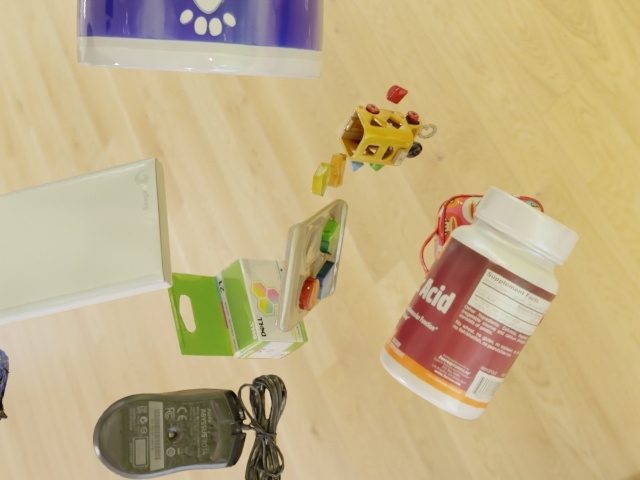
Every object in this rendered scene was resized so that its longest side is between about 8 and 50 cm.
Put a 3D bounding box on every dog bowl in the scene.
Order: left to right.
[{"bbox_3d":[-0.128,-0.235,0.923,0.265,0.265,0.104,16,108,50],"label":"dog bowl"}]

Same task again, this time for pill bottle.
[{"bbox_3d":[0.298,0.112,1.591,0.224,0.224,0.392,35,98,43],"label":"pill bottle"}]

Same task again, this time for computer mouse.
[{"bbox_3d":[-0.189,0.283,1.233,0.072,0.272,0.188,165,109,-75],"label":"computer mouse"}]

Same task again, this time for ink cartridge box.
[{"bbox_3d":[-0.167,0.133,1.698,0.097,0.255,0.189,-35,61,37],"label":"ink cartridge box"}]

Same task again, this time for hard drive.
[{"bbox_3d":[-0.374,0.004,1.245,0.040,0.307,0.203,61,-162,-63],"label":"hard drive"}]

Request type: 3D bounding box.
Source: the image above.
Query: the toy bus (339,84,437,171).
[{"bbox_3d":[0.143,-0.203,1.743,0.202,0.191,0.104,-25,51,8],"label":"toy bus"}]

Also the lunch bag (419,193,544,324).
[{"bbox_3d":[0.337,0.047,1.796,0.120,0.258,0.293,119,154,-86],"label":"lunch bag"}]

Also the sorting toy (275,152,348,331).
[{"bbox_3d":[0.000,0.000,1.591,0.041,0.229,0.307,16,110,20],"label":"sorting toy"}]

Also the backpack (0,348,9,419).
[{"bbox_3d":[-0.356,0.151,0.845,0.101,0.098,0.120,-47,32,28],"label":"backpack"}]
